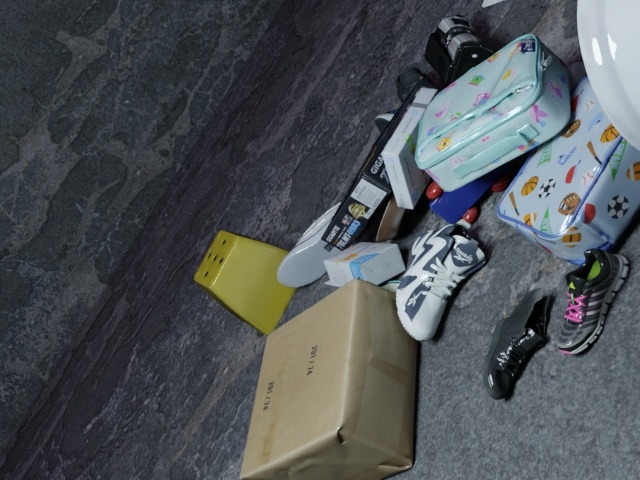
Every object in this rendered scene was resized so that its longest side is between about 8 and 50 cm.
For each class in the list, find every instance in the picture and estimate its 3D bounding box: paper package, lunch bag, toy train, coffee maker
[{"bbox_3d":[0.021,0.282,1.594,0.309,0.168,0.324,-36,35,40],"label":"paper package"},{"bbox_3d":[0.426,-0.121,1.379,0.303,0.115,0.243,-56,21,3],"label":"lunch bag"},{"bbox_3d":[0.293,-0.217,1.484,0.279,0.108,0.224,-32,27,37],"label":"lunch bag"},{"bbox_3d":[0.307,-0.157,1.656,0.248,0.105,0.143,-49,14,19],"label":"toy train"},{"bbox_3d":[0.292,-0.386,1.890,0.171,0.120,0.178,-50,26,20],"label":"coffee maker"}]

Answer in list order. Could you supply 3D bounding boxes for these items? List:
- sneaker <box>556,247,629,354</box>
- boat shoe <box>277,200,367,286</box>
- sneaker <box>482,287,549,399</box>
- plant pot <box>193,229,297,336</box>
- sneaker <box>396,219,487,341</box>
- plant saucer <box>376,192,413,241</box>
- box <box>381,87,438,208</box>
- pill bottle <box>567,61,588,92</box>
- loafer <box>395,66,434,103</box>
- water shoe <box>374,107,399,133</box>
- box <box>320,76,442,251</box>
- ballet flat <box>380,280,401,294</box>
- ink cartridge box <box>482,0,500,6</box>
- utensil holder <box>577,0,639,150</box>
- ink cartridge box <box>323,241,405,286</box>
[{"bbox_3d":[0.384,0.084,1.271,0.170,0.075,0.063,-60,26,-3],"label":"sneaker"},{"bbox_3d":[0.000,0.000,2.021,0.267,0.096,0.088,-47,24,19],"label":"boat shoe"},{"bbox_3d":[0.308,0.161,1.348,0.089,0.051,0.170,-31,33,51],"label":"sneaker"},{"bbox_3d":[-0.187,0.086,2.149,0.212,0.187,0.212,-62,27,-6],"label":"plant pot"},{"bbox_3d":[0.224,0.059,1.556,0.153,0.094,0.235,-40,20,50],"label":"sneaker"},{"bbox_3d":[0.172,-0.080,1.779,0.198,0.036,0.198,-60,-12,-22],"label":"plant saucer"},{"bbox_3d":[0.185,-0.177,1.653,0.038,0.145,0.186,13,55,30],"label":"box"},{"bbox_3d":[0.418,-0.263,1.572,0.152,0.086,0.086,-26,41,49],"label":"pill bottle"},{"bbox_3d":[0.208,-0.357,1.978,0.076,0.078,0.223,-20,8,0],"label":"loafer"},{"bbox_3d":[0.202,-0.279,2.017,0.080,0.073,0.203,-35,17,-19],"label":"water shoe"},{"bbox_3d":[0.128,-0.155,1.828,0.295,0.073,0.293,-60,4,-29],"label":"box"},{"bbox_3d":[0.139,0.113,1.678,0.168,0.057,0.052,139,146,-77],"label":"ballet flat"},{"bbox_3d":[0.464,-0.664,1.885,0.353,0.119,0.207,-9,55,57],"label":"ink cartridge box"},{"bbox_3d":[0.577,-0.293,1.068,0.385,0.328,0.327,-10,53,53],"label":"utensil holder"},{"bbox_3d":[0.080,0.051,1.804,0.104,0.061,0.181,-26,13,-26],"label":"ink cartridge box"}]
